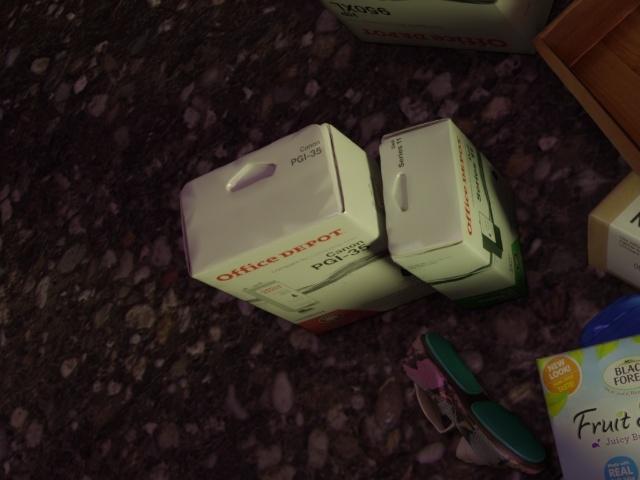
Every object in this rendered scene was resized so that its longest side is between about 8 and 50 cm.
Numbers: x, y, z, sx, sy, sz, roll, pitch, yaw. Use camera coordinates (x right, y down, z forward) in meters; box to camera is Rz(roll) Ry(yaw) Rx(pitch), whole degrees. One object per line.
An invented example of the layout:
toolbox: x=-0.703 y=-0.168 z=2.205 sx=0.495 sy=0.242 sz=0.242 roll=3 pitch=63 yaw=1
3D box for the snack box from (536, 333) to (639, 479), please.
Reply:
snack box: x=0.305 y=0.188 z=0.820 sx=0.175 sy=0.070 sz=0.207 roll=-20 pitch=71 yaw=31

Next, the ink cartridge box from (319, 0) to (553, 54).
ink cartridge box: x=0.092 y=-0.386 z=1.103 sx=0.286 sy=0.395 sz=0.166 roll=14 pitch=83 yaw=35

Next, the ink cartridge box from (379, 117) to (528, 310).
ink cartridge box: x=0.154 y=-0.024 z=1.041 sx=0.087 sy=0.208 sz=0.153 roll=-16 pitch=65 yaw=26

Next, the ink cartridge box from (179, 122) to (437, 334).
ink cartridge box: x=0.000 y=0.000 z=1.082 sx=0.207 sy=0.283 sz=0.117 roll=-22 pitch=62 yaw=24

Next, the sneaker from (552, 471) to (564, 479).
sneaker: x=0.329 y=0.233 z=0.900 sx=0.272 sy=0.108 sz=0.100 roll=-28 pitch=62 yaw=22

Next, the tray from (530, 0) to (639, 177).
tray: x=0.367 y=-0.180 z=0.927 sx=0.203 sy=0.076 sz=0.411 roll=-43 pitch=25 yaw=19

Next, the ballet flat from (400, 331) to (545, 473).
ballet flat: x=0.166 y=0.199 z=1.044 sx=0.221 sy=0.077 sz=0.079 roll=49 pitch=119 yaw=39

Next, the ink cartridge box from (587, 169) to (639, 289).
ink cartridge box: x=0.417 y=-0.009 z=0.907 sx=0.193 sy=0.088 sz=0.235 roll=-42 pitch=52 yaw=-18

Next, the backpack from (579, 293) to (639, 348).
backpack: x=0.319 y=0.110 z=0.942 sx=0.098 sy=0.120 sz=0.101 roll=-46 pitch=46 yaw=10
